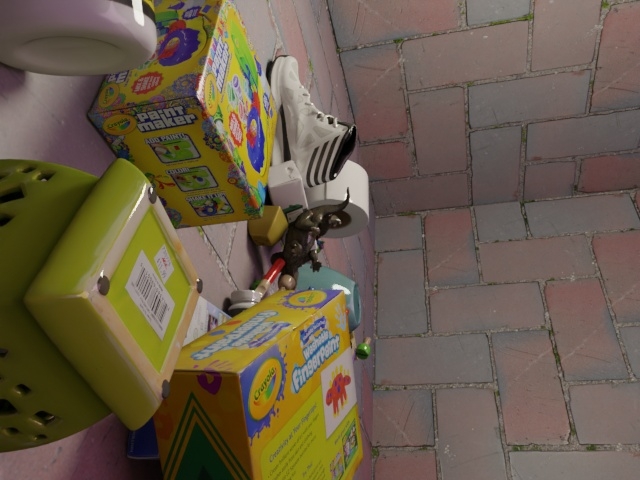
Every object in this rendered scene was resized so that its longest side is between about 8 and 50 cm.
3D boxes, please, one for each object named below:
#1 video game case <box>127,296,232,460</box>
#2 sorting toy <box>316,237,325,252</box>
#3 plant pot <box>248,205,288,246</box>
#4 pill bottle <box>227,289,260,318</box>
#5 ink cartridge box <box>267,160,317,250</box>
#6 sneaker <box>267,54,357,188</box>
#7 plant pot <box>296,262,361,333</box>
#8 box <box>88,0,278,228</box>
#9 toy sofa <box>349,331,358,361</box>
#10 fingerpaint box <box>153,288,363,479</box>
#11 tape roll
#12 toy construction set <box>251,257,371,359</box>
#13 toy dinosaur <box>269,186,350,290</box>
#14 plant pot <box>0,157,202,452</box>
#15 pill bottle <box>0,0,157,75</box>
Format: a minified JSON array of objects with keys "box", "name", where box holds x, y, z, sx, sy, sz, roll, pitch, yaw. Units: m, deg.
[{"box":[-0.223,0.237,0.944,0.244,0.061,0.269,56,31,-61],"name":"video game case"},{"box":[0.000,0.000,2.066,0.061,0.042,0.101,-69,151,-63],"name":"sorting toy"},{"box":[-0.139,-0.032,1.399,0.081,0.081,0.083,69,30,-50],"name":"plant pot"},{"box":[-0.164,0.181,1.191,0.078,0.078,0.137,55,31,-65],"name":"pill bottle"},{"box":[-0.085,-0.090,1.527,0.160,0.093,0.219,-116,-168,-62],"name":"ink cartridge box"},{"box":[-0.016,-0.366,1.666,0.169,0.258,0.447,44,42,-71],"name":"sneaker"},{"box":[0.019,0.205,1.722,0.290,0.196,0.290,-6,90,-77],"name":"plant pot"},{"box":[-0.209,-0.222,0.949,0.279,0.177,0.289,66,22,-52],"name":"box"},{"box":[0.026,0.437,1.755,0.362,0.150,0.177,-55,136,-71],"name":"toy sofa"},{"box":[-0.079,0.314,0.952,0.445,0.163,0.370,-27,111,-67],"name":"fingerpaint box"},{"box":[0.040,-0.138,1.848,0.246,0.246,0.169,65,23,-56],"name":"tape roll"},{"box":[-0.078,0.231,1.315,0.308,0.258,0.237,58,35,-18],"name":"toy construction set"},{"box":[-0.039,-0.015,1.405,0.121,0.160,0.313,24,90,-31],"name":"toy dinosaur"},{"box":[-0.257,0.058,0.552,0.227,0.207,0.228,-82,162,-48],"name":"plant pot"},{"box":[-0.294,-0.372,0.612,0.188,0.188,0.333,-12,96,-77],"name":"pill bottle"}]
